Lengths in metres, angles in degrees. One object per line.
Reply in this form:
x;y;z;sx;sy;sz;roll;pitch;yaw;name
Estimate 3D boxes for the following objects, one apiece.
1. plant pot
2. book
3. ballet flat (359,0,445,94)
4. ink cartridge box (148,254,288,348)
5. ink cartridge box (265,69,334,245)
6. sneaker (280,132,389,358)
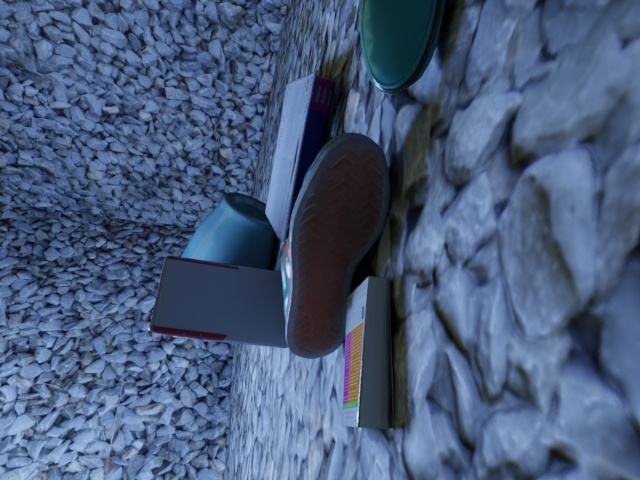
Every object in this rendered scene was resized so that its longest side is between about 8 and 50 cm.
-0.252;0.005;1.387;0.255;0.272;0.271;-61;20;18;plant pot
0.044;0.120;0.484;0.096;0.035;0.144;121;155;-66;book
0.083;-0.270;0.447;0.087;0.083;0.247;-28;-64;-63;ballet flat
-0.232;0.161;1.096;0.385;0.279;0.160;140;137;-71;ink cartridge box
-0.046;-0.176;0.978;0.330;0.071;0.324;-132;52;-69;ink cartridge box
0.000;0.000;0.577;0.121;0.108;0.302;-110;29;-56;sneaker
